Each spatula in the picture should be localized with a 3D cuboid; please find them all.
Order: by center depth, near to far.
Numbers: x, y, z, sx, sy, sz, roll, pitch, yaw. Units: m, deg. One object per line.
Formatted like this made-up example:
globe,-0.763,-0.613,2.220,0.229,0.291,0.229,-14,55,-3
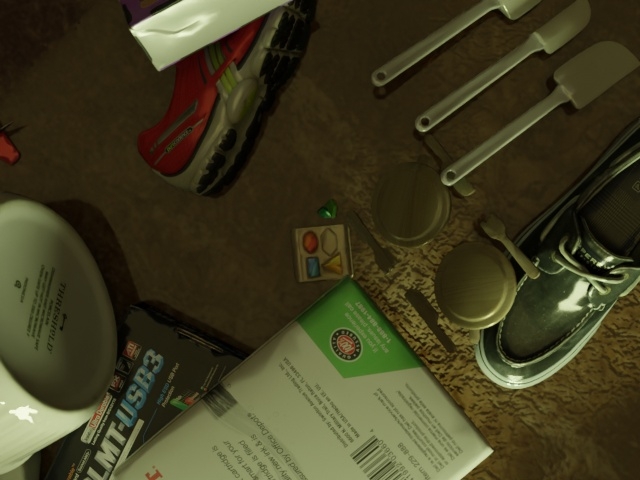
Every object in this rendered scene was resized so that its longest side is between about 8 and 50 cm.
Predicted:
spatula,0.178,-0.176,1.415,0.242,0.019,0.168,-35,87,-11

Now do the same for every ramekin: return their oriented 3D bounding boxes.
ramekin,-0.304,0.078,1.330,0.127,0.273,0.273,-20,89,24

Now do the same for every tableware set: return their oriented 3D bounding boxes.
tableware set,0.126,0.006,1.415,0.128,0.039,0.194,-44,67,19

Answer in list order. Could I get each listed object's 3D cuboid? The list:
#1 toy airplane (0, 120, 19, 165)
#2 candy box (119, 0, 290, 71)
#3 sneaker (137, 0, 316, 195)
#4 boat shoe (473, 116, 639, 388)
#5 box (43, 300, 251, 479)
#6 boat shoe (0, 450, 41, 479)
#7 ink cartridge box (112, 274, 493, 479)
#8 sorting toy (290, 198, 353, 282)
toy airplane,-0.380,-0.086,1.467,0.151,0.028,0.151,0,92,2
candy box,-0.125,-0.283,1.383,0.165,0.070,0.196,-28,51,3
sneaker,-0.097,-0.185,1.420,0.118,0.107,0.279,28,88,14
boat shoe,0.263,0.002,1.389,0.121,0.119,0.335,34,94,2
box,-0.122,0.256,1.434,0.293,0.073,0.295,26,90,4
boat shoe,-0.407,0.126,1.438,0.158,0.127,0.340,-19,89,18
ink cartridge box,-0.017,0.202,1.335,0.289,0.121,0.211,-39,88,0
sorting toy,0.000,0.000,1.456,0.062,0.012,0.083,-6,90,3
